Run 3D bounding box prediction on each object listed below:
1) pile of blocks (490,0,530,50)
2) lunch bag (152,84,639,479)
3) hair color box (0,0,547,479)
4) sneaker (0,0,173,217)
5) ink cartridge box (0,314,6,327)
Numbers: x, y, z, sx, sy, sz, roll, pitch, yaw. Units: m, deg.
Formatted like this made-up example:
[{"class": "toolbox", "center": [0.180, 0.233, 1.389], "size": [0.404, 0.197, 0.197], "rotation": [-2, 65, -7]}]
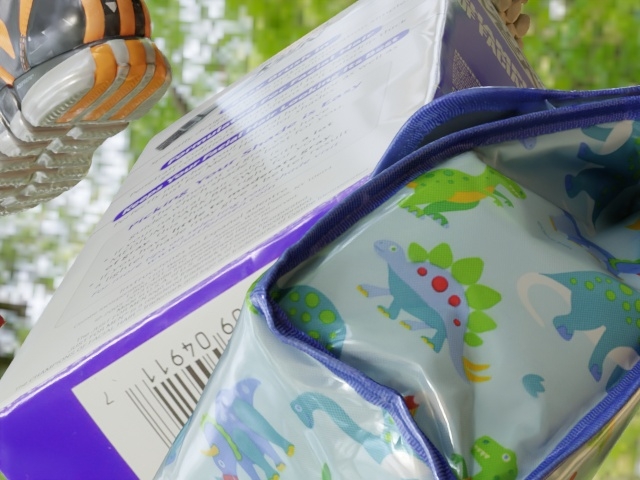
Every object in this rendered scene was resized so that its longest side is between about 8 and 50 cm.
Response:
[{"class": "pile of blocks", "center": [0.091, -0.198, 1.469], "size": [0.149, 0.112, 0.362], "rotation": [-19, -55, -48]}, {"class": "lunch bag", "center": [0.036, 0.032, 0.482], "size": [0.151, 0.096, 0.129], "rotation": [-35, -16, -37]}, {"class": "hair color box", "center": [0.000, 0.000, 0.765], "size": [0.110, 0.185, 0.339], "rotation": [54, -164, -15]}, {"class": "sneaker", "center": [-0.221, -0.130, 1.314], "size": [0.124, 0.321, 0.180], "rotation": [-5, -108, -44]}, {"class": "ink cartridge box", "center": [-0.320, 0.035, 1.482], "size": [0.056, 0.099, 0.135], "rotation": [-45, -77, -19]}]
